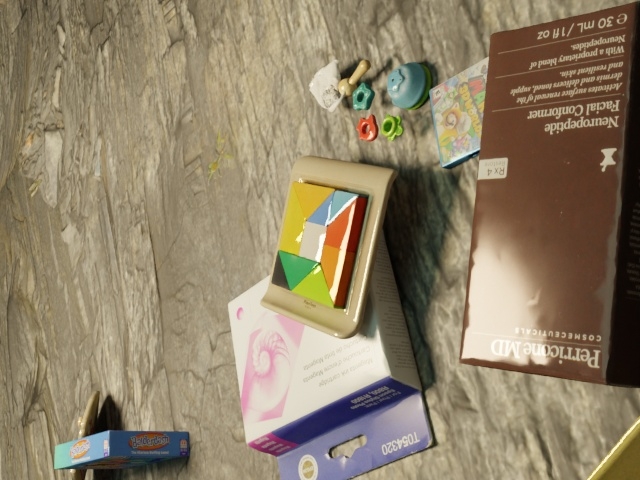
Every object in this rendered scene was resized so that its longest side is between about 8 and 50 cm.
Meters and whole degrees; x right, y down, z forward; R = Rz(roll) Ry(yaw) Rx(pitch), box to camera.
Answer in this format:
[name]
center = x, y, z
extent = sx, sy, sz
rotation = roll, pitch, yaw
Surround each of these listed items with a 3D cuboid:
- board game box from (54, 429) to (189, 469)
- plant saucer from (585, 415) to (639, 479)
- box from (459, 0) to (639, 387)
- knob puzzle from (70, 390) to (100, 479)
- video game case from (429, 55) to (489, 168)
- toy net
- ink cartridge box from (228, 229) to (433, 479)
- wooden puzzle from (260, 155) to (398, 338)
[board game box]
center = -0.362, 0.381, 1.578
extent = 0.210, 0.160, 0.047
rotation = -25, 63, 44
[plant saucer]
center = 0.344, 0.384, 0.807
extent = 0.332, 0.081, 0.332
rotation = -59, 45, 22
[box]
center = 0.276, -0.042, 0.939
extent = 0.191, 0.143, 0.381
rotation = -1, 83, 49
[knob puzzle]
center = -0.476, 0.392, 1.741
extent = 0.213, 0.030, 0.213
rotation = -171, 90, -85
[video game case]
center = 0.214, -0.177, 1.135
extent = 0.166, 0.015, 0.119
rotation = -25, 63, 44
[toy net]
center = 0.064, -0.209, 1.300
extent = 0.232, 0.045, 0.122
rotation = 16, 96, 52
[ink cartridge box]
center = -0.004, 0.182, 1.274
extent = 0.324, 0.071, 0.330
rotation = -35, 55, 40
[wooden puzzle]
center = 0.000, 0.000, 1.226
extent = 0.221, 0.044, 0.238
rotation = 16, 91, 52
